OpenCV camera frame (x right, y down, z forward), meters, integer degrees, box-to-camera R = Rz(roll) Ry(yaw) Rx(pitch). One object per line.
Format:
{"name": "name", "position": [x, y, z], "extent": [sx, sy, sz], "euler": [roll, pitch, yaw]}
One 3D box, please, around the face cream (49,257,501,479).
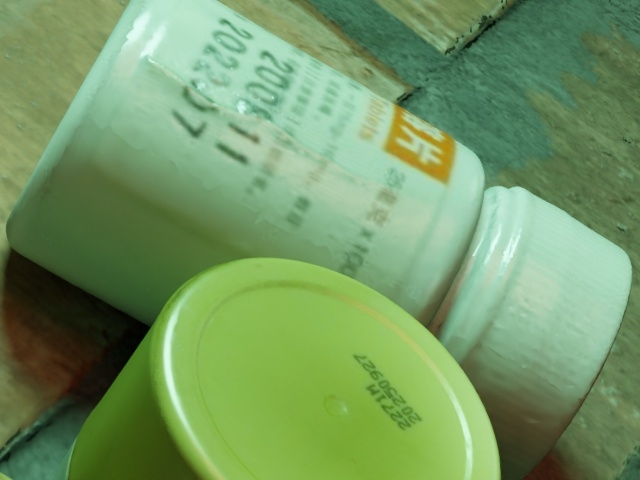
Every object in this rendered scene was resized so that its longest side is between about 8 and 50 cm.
{"name": "face cream", "position": [-0.032, 0.146, 1.002], "extent": [0.218, 0.179, 0.218], "euler": [21, 40, -18]}

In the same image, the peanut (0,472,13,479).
{"name": "peanut", "position": [-0.238, 0.165, 0.862], "extent": [0.305, 0.147, 0.147], "euler": [15, 42, -17]}

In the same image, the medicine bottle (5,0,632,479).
{"name": "medicine bottle", "position": [0.000, 0.000, 1.158], "extent": [0.371, 0.211, 0.211], "euler": [29, 38, -8]}
